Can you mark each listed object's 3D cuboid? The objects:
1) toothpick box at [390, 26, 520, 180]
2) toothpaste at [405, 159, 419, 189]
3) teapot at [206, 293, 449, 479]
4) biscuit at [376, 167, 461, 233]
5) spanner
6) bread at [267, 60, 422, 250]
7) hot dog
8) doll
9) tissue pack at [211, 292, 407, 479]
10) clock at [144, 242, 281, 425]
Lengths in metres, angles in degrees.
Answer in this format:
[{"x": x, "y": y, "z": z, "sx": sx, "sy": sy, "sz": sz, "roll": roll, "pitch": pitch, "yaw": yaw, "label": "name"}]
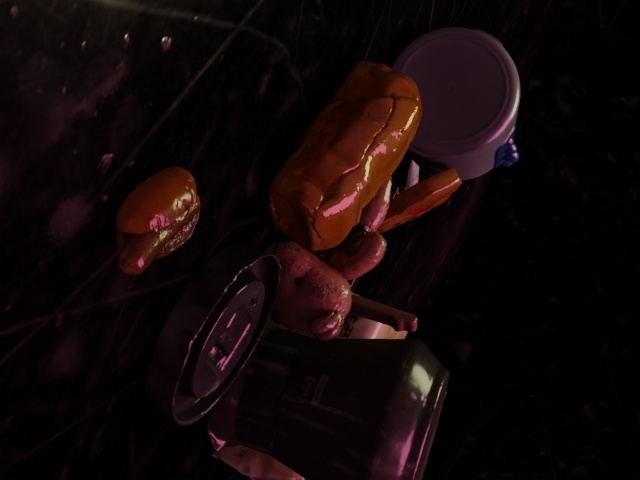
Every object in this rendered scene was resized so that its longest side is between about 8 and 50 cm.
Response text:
[{"x": 0.270, "y": -0.234, "z": 1.669, "sx": 0.263, "sy": 0.263, "sz": 0.355, "roll": -63, "pitch": 167, "yaw": -1, "label": "toothpick box"}, {"x": 0.227, "y": -0.150, "z": 2.141, "sx": 0.052, "sy": 0.033, "sz": 0.218, "roll": -59, "pitch": 163, "yaw": -31, "label": "toothpaste"}, {"x": 0.023, "y": 0.251, "z": 1.467, "sx": 0.305, "sy": 0.362, "sz": 0.376, "roll": 90, "pitch": 21, "yaw": -52, "label": "teapot"}, {"x": 0.166, "y": -0.061, "z": 1.695, "sx": 0.202, "sy": 0.047, "sz": 0.334, "roll": -24, "pitch": 174, "yaw": -24, "label": "biscuit"}, {"x": 0.126, "y": 0.006, "z": 2.084, "sx": 0.315, "sy": 0.024, "sz": 0.087, "roll": -62, "pitch": 164, "yaw": 1, "label": "spanner"}, {"x": 0.041, "y": -0.127, "z": 1.311, "sx": 0.294, "sy": 0.132, "sz": 0.167, "roll": -56, "pitch": 169, "yaw": -24, "label": "bread"}, {"x": -0.169, "y": -0.020, "z": 0.896, "sx": 0.140, "sy": 0.060, "sz": 0.089, "roll": -37, "pitch": 147, "yaw": -53, "label": "hot dog"}, {"x": 0.000, "y": 0.000, "z": 1.396, "sx": 0.156, "sy": 0.201, "sz": 0.303, "roll": 30, "pitch": 80, "yaw": -40, "label": "doll"}, {"x": -0.006, "y": 0.298, "z": 1.761, "sx": 0.404, "sy": 0.205, "sz": 0.332, "roll": -63, "pitch": 162, "yaw": -6, "label": "tissue pack"}, {"x": -0.150, "y": 0.131, "z": 1.245, "sx": 0.280, "sy": 0.055, "sz": 0.280, "roll": -56, "pitch": 164, "yaw": -26, "label": "clock"}]
